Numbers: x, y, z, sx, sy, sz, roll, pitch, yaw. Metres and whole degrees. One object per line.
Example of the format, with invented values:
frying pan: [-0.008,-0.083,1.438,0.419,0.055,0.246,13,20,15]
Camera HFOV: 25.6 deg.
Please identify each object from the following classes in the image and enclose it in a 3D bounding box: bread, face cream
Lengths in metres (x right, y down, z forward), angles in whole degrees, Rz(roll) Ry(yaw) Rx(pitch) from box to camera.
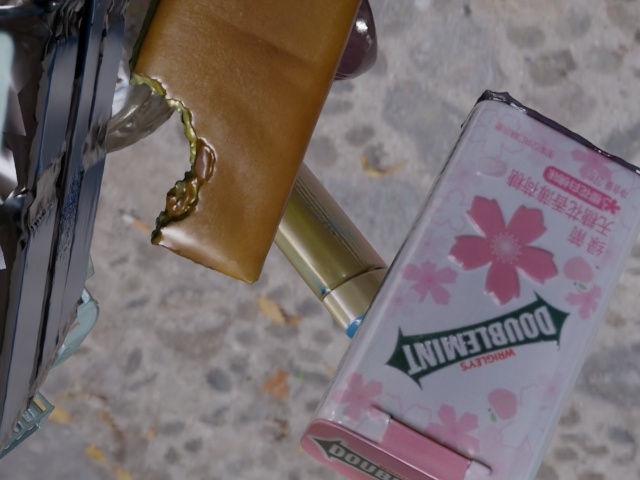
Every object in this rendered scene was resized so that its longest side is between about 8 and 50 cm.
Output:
bread: [-0.029,-0.101,0.610,0.088,0.049,0.226,20,95,-19]
face cream: [0.000,0.000,1.592,0.067,0.139,0.285,-46,73,25]

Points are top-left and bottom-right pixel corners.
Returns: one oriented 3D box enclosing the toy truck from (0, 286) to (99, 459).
toy truck: [-0.249,0.093,1.112,0.115,0.177,0.080,47,145,3]

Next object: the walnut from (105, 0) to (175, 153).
walnut: [-0.222,-0.179,1.318,0.224,0.224,0.224,3,122,5]

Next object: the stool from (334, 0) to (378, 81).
stool: [-0.078,-0.264,1.527,0.178,0.272,0.272,-31,117,-12]

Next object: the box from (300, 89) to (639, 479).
box: [0.145,0.058,1.232,0.190,0.370,0.112,30,153,0]

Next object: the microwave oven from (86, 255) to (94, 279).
microwave oven: [-0.510,0.015,1.822,0.218,0.355,0.286,27,143,29]

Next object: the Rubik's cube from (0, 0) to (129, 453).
Rubik's cube: [-0.234,-0.085,0.588,0.293,0.283,0.288,12,100,-2]
